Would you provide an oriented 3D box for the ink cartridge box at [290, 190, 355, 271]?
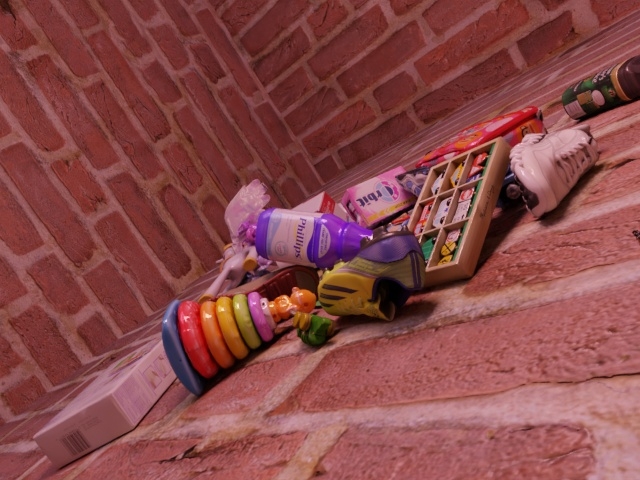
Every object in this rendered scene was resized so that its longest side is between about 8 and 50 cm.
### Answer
[{"bbox_3d":[0.014,-0.013,1.388,0.127,0.175,0.072,-28,32,34],"label":"ink cartridge box"}]

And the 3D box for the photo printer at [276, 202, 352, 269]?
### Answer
[{"bbox_3d":[0.050,-0.032,1.620,0.307,0.107,0.256,-27,10,33],"label":"photo printer"}]

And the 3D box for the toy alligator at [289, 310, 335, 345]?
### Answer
[{"bbox_3d":[-0.023,0.154,1.036,0.189,0.056,0.052,171,115,-70],"label":"toy alligator"}]

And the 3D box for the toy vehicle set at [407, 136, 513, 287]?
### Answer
[{"bbox_3d":[0.213,-0.041,0.983,0.166,0.035,0.267,-23,35,53],"label":"toy vehicle set"}]

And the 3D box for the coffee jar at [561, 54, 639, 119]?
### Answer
[{"bbox_3d":[0.622,-0.329,1.278,0.096,0.079,0.184,-37,10,-25],"label":"coffee jar"}]

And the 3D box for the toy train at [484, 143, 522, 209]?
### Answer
[{"bbox_3d":[0.329,-0.124,1.104,0.080,0.105,0.184,-31,8,13],"label":"toy train"}]

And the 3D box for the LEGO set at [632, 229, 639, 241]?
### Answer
[{"bbox_3d":[0.380,-0.022,0.640,0.083,0.023,0.054,-43,-3,41],"label":"LEGO set"}]

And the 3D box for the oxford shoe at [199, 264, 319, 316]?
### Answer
[{"bbox_3d":[-0.155,0.153,1.341,0.347,0.123,0.130,-21,7,7],"label":"oxford shoe"}]

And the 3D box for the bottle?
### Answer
[{"bbox_3d":[0.000,0.000,1.254,0.282,0.118,0.092,8,4,25],"label":"bottle"}]

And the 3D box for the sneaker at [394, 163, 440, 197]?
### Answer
[{"bbox_3d":[0.231,-0.125,1.360,0.080,0.081,0.211,-22,10,-7],"label":"sneaker"}]

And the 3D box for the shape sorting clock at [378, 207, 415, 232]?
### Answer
[{"bbox_3d":[0.201,-0.044,1.355,0.206,0.040,0.206,-32,9,6],"label":"shape sorting clock"}]

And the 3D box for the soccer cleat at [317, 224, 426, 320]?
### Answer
[{"bbox_3d":[0.071,0.081,0.939,0.093,0.121,0.289,-4,-23,-25],"label":"soccer cleat"}]

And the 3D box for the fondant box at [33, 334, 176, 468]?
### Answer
[{"bbox_3d":[-0.463,0.353,1.382,0.238,0.096,0.330,-30,10,18],"label":"fondant box"}]

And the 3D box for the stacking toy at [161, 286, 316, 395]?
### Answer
[{"bbox_3d":[-0.151,0.164,1.191,0.301,0.175,0.166,-22,11,1],"label":"stacking toy"}]

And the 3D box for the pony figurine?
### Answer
[{"bbox_3d":[-0.218,0.037,1.837,0.351,0.303,0.364,-40,21,16],"label":"pony figurine"}]

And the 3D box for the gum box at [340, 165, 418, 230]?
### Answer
[{"bbox_3d":[0.150,-0.097,1.460,0.188,0.107,0.062,-25,-20,-27],"label":"gum box"}]

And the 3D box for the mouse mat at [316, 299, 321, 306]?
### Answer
[{"bbox_3d":[0.078,0.080,1.221,0.189,0.007,0.152,-38,10,-27],"label":"mouse mat"}]

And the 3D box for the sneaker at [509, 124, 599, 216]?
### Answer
[{"bbox_3d":[0.384,-0.128,0.964,0.118,0.110,0.292,-17,16,32],"label":"sneaker"}]

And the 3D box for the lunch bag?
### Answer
[{"bbox_3d":[0.388,-0.211,1.390,0.258,0.120,0.293,-31,8,-17],"label":"lunch bag"}]
